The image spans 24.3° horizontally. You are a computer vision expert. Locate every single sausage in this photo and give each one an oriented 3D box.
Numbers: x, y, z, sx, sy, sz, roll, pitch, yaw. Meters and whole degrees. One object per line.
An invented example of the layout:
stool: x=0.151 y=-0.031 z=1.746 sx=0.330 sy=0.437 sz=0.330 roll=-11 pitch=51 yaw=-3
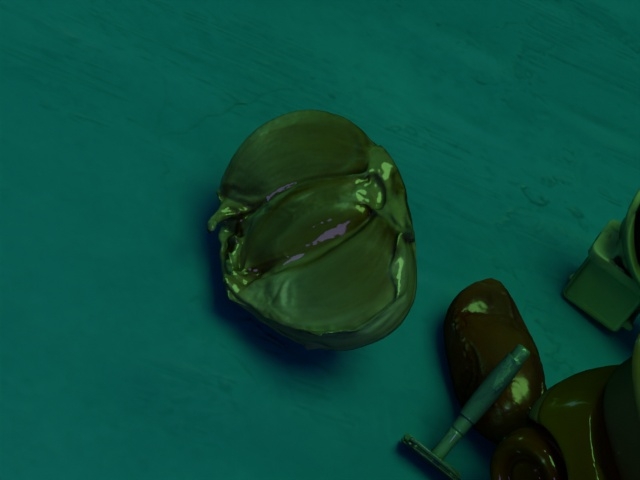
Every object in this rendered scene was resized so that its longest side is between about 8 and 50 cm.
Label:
sausage: x=0.164 y=0.118 z=1.406 sx=0.089 sy=0.089 sz=0.179 roll=15 pitch=43 yaw=-26

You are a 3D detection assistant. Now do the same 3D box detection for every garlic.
garlic: x=0.000 y=0.000 z=1.348 sx=0.143 sy=0.178 sz=0.229 roll=59 pitch=12 yaw=-69

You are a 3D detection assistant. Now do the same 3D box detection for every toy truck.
toy truck: x=0.287 y=0.218 z=1.276 sx=0.204 sy=0.212 sz=0.288 roll=-12 pitch=78 yaw=-44

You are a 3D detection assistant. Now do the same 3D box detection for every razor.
razor: x=0.140 y=0.148 z=1.322 sx=0.068 sy=0.135 sz=0.040 roll=39 pitch=1 yaw=-3

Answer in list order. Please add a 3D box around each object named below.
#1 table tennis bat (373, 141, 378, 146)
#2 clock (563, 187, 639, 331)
table tennis bat: x=0.049 y=-0.055 z=1.518 sx=0.095 sy=0.014 sz=0.158 roll=-3 pitch=54 yaw=-41
clock: x=0.459 y=0.083 z=1.514 sx=0.379 sy=0.276 sz=0.120 roll=40 pitch=41 yaw=7
